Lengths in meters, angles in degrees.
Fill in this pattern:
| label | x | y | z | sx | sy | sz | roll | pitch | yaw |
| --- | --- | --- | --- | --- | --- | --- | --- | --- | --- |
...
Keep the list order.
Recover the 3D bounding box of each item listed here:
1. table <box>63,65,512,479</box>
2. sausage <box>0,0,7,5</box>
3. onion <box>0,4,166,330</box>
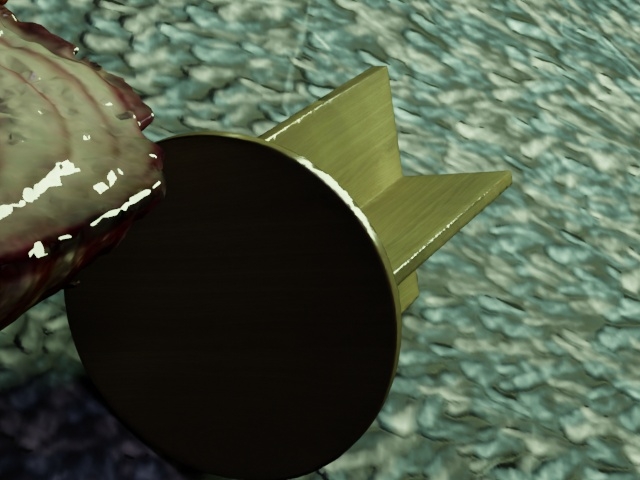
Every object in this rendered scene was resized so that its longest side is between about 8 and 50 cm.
| label | x | y | z | sx | sy | sz | roll | pitch | yaw |
| --- | --- | --- | --- | --- | --- | --- | --- | --- | --- |
| table | 0.000 | 0.000 | 0.961 | 0.167 | 0.167 | 0.227 | 41 | 28 | 7 |
| sausage | -0.297 | -0.187 | 0.948 | 0.317 | 0.117 | 0.125 | 18 | 47 | -25 |
| onion | -0.207 | -0.022 | 0.809 | 0.280 | 0.146 | 0.314 | -2 | 30 | -40 |
